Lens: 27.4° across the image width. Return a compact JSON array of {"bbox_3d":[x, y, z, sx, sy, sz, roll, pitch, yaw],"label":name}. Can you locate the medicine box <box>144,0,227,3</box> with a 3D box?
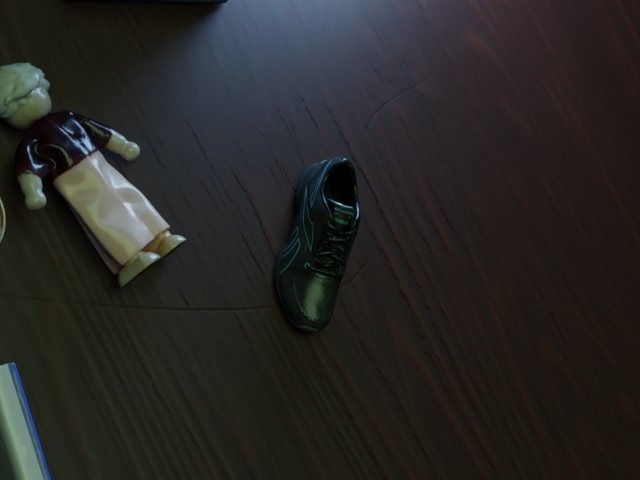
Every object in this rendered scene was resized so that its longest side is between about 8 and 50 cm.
[{"bbox_3d":[-0.254,-0.506,1.922,0.264,0.149,0.289,-4,76,-27],"label":"medicine box"}]

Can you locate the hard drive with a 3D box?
[{"bbox_3d":[-0.361,0.320,1.587,0.040,0.210,0.318,-15,82,-28],"label":"hard drive"}]

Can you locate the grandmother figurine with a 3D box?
[{"bbox_3d":[-0.339,-0.098,1.794,0.342,0.104,0.208,53,33,0],"label":"grandmother figurine"}]

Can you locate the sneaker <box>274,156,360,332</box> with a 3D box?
[{"bbox_3d":[0.000,0.000,1.923,0.101,0.106,0.267,13,71,-24],"label":"sneaker"}]

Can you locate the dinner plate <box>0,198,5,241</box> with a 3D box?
[{"bbox_3d":[-0.489,-0.029,1.739,0.141,0.017,0.141,8,72,-25],"label":"dinner plate"}]
